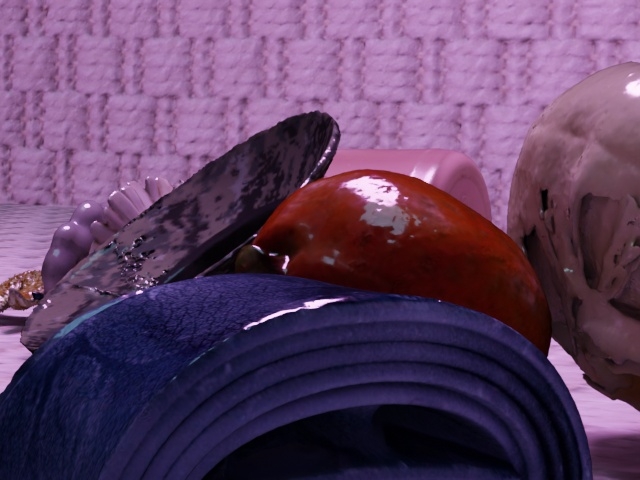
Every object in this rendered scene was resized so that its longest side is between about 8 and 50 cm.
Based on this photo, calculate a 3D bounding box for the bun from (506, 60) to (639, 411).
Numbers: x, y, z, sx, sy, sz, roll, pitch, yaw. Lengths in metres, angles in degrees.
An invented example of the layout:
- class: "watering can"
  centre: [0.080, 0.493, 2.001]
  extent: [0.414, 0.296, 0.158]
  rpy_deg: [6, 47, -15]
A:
- class: "bun"
  centre: [0.211, 0.033, 0.894]
  extent: [0.146, 0.287, 0.287]
  rpy_deg: [-42, 16, -12]

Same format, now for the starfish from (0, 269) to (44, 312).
- class: "starfish"
  centre: [-0.272, 0.056, 1.465]
  extent: [0.176, 0.053, 0.208]
  rpy_deg: [-7, -8, 35]

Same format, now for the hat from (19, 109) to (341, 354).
- class: "hat"
  centre: [-0.059, 0.037, 1.022]
  extent: [0.266, 0.128, 0.265]
  rpy_deg: [-33, 12, 8]

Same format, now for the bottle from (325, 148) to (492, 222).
- class: "bottle"
  centre: [0.000, 0.000, 1.550]
  extent: [0.297, 0.173, 0.206]
  rpy_deg: [4, 38, 27]

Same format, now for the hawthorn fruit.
- class: "hawthorn fruit"
  centre: [0.030, 0.035, 0.866]
  extent: [0.169, 0.169, 0.188]
  rpy_deg: [6, -23, 48]

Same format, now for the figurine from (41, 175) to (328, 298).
- class: "figurine"
  centre: [-0.027, 0.033, 1.189]
  extent: [0.387, 0.166, 0.207]
  rpy_deg: [6, 39, 24]

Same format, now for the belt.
- class: "belt"
  centre: [-0.006, 0.082, 0.461]
  extent: [0.190, 0.141, 0.082]
  rpy_deg: [0, 6, -38]
